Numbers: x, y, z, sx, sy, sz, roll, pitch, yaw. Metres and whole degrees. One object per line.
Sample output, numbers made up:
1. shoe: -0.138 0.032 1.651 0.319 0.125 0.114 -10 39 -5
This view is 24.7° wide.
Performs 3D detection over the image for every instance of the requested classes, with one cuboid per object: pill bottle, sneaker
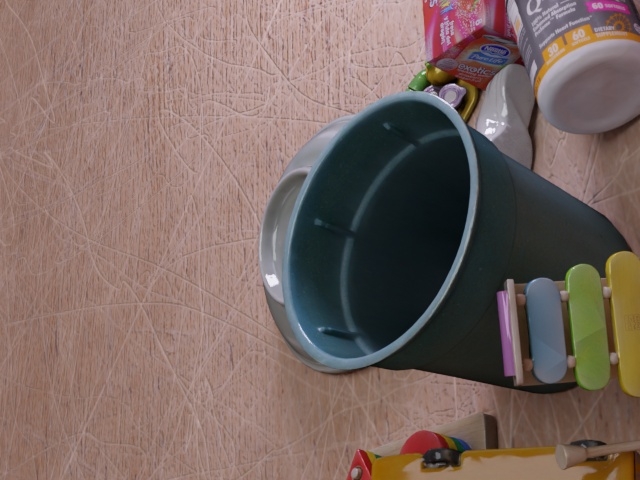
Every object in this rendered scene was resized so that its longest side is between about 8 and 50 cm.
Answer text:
1. pill bottle: 0.333 -0.288 1.917 0.162 0.162 0.278 -42 44 33
2. sneaker: 0.246 -0.138 2.046 0.094 0.080 0.212 -23 48 59

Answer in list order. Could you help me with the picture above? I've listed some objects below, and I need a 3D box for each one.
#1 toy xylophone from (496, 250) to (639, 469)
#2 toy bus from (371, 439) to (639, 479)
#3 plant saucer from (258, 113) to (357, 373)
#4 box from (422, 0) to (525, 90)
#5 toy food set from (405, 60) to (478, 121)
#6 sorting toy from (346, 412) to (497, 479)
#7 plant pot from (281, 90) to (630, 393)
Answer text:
1. toy xylophone: 0.347 0.122 1.615 0.081 0.322 0.236 147 111 -75
2. toy bus: 0.221 0.311 1.736 0.332 0.130 0.108 -7 65 25
3. plant saucer: 0.000 0.000 2.209 0.400 0.100 0.401 -17 69 54
4. box: 0.231 -0.365 2.115 0.122 0.128 0.257 -29 51 42
5. toy food set: 0.152 -0.189 2.183 0.128 0.071 0.218 40 106 53
6. sorting toy: 0.115 0.374 1.937 0.257 0.089 0.256 -27 53 44
7. plant pot: 0.187 0.030 1.803 0.341 0.334 0.341 -27 53 44
